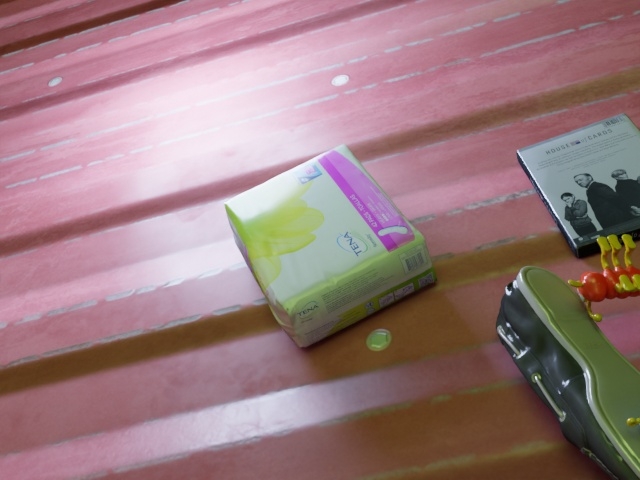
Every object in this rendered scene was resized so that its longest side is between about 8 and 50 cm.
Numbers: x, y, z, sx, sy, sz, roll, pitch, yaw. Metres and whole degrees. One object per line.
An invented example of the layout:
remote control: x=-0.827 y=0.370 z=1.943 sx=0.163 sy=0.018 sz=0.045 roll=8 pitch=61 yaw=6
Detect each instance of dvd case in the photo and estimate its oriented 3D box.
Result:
dvd case: x=0.410 y=-0.085 z=1.225 sx=0.179 sy=0.029 sz=0.238 roll=-18 pitch=41 yaw=3

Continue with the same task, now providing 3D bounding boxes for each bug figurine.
bug figurine: x=0.403 y=0.110 z=0.925 sx=0.216 sy=0.072 sz=0.279 roll=-4 pitch=43 yaw=-4

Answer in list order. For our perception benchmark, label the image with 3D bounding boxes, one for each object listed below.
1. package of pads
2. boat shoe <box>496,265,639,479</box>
package of pads: x=0.000 y=0.000 z=1.250 sx=0.229 sy=0.101 sz=0.296 roll=-27 pitch=41 yaw=-7
boat shoe: x=0.301 y=0.171 z=0.967 sx=0.112 sy=0.095 sz=0.335 roll=5 pitch=38 yaw=-25
